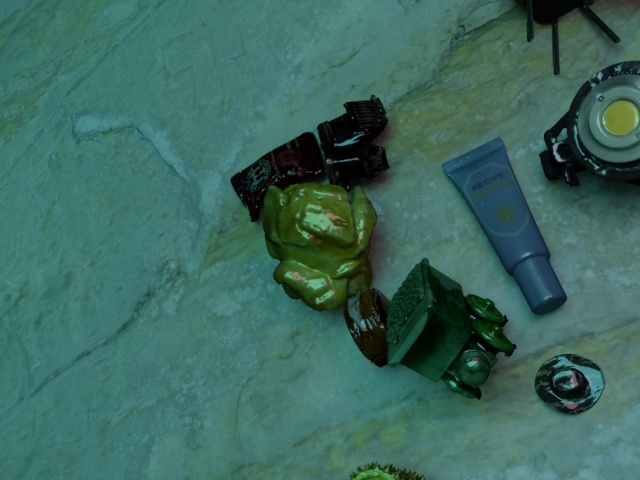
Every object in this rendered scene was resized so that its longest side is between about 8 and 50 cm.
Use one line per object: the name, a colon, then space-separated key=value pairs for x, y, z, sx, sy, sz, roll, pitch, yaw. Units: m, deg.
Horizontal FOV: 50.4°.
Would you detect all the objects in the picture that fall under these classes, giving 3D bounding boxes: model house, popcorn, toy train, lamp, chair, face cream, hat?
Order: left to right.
popcorn: x=-0.005 y=0.005 z=1.421 sx=0.225 sy=0.276 sz=0.276 roll=-3 pitch=65 yaw=-15
model house: x=0.080 y=-0.212 z=1.513 sx=0.164 sy=0.141 sz=0.203 roll=-13 pitch=68 yaw=5
toy train: x=0.231 y=0.164 z=1.227 sx=0.202 sy=0.266 sz=0.145 roll=31 pitch=109 yaw=-5
face cream: x=0.371 y=-0.035 z=1.348 sx=0.135 sy=0.086 sz=0.385 roll=-26 pitch=58 yaw=12
chair: x=0.484 y=-0.503 z=1.423 sx=0.172 sy=0.158 sz=0.247 roll=-25 pitch=60 yaw=33
hat: x=0.448 y=0.253 z=1.223 sx=0.121 sy=0.050 sz=0.121 roll=-8 pitch=67 yaw=18
lamp: x=0.578 y=-0.204 z=1.204 sx=0.374 sy=0.272 sz=0.205 roll=-18 pitch=80 yaw=18

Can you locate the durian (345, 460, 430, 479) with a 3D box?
durian: x=0.141 y=0.509 z=1.188 sx=0.200 sy=0.176 sz=0.237 roll=-51 pitch=55 yaw=9

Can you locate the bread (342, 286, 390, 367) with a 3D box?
bread: x=0.110 y=0.170 z=1.341 sx=0.073 sy=0.160 sz=0.160 roll=-34 pitch=61 yaw=16

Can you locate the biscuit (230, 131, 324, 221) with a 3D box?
biscuit: x=-0.103 y=-0.155 z=1.600 sx=0.235 sy=0.063 sz=0.151 roll=-33 pitch=45 yaw=14
